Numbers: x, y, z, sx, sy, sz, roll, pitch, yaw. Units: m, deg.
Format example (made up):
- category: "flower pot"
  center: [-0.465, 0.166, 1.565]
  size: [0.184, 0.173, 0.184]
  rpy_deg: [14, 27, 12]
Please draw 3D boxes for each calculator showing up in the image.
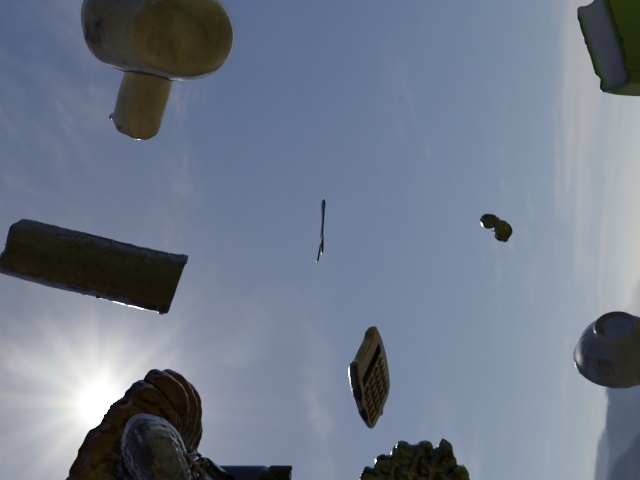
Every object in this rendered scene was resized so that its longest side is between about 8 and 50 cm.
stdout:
- category: "calculator"
  center: [0.112, 0.312, 1.970]
  size: [0.157, 0.033, 0.236]
  rpy_deg: [-60, -36, -43]

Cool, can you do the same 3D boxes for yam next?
- category: "yam"
  center: [-0.325, 0.035, 1.256]
  size: [0.093, 0.259, 0.093]
  rpy_deg: [-166, 90, -82]

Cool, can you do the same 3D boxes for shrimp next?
- category: "shrimp"
  center: [-0.228, 0.360, 1.324]
  size: [0.116, 0.145, 0.343]
  rpy_deg: [-43, -21, -23]

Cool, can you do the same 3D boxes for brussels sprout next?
- category: "brussels sprout"
  center: [0.409, -0.033, 2.061]
  size: [0.046, 0.083, 0.051]
  rpy_deg: [-46, -16, -25]

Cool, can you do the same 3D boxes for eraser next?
- category: "eraser"
  center: [0.686, -0.412, 1.891]
  size: [0.274, 0.092, 0.210]
  rpy_deg: [-6, -101, -37]

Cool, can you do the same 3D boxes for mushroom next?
- category: "mushroom"
  center: [-0.339, -0.380, 1.815]
  size: [0.314, 0.314, 0.336]
  rpy_deg: [-44, -23, -59]

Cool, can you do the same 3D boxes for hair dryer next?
- category: "hair dryer"
  center: [-0.209, 0.601, 2.222]
  size: [0.302, 0.244, 0.116]
  rpy_deg: [65, -158, -61]

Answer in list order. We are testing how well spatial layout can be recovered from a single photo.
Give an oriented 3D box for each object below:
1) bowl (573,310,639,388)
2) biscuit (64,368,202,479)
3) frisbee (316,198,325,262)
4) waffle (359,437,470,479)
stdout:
- category: "bowl"
  center: [0.598, 0.198, 1.772]
  size: [0.189, 0.189, 0.086]
  rpy_deg: [-62, -39, -45]
- category: "biscuit"
  center: [-0.302, 0.373, 1.485]
  size: [0.326, 0.107, 0.326]
  rpy_deg: [-53, -23, -34]
- category: "frisbee"
  center: [0.000, 0.000, 2.723]
  size: [0.211, 0.012, 0.187]
  rpy_deg: [-90, 6, -48]
- category: "waffle"
  center: [0.166, 0.401, 1.313]
  size: [0.054, 0.204, 0.223]
  rpy_deg: [-16, -102, -45]
